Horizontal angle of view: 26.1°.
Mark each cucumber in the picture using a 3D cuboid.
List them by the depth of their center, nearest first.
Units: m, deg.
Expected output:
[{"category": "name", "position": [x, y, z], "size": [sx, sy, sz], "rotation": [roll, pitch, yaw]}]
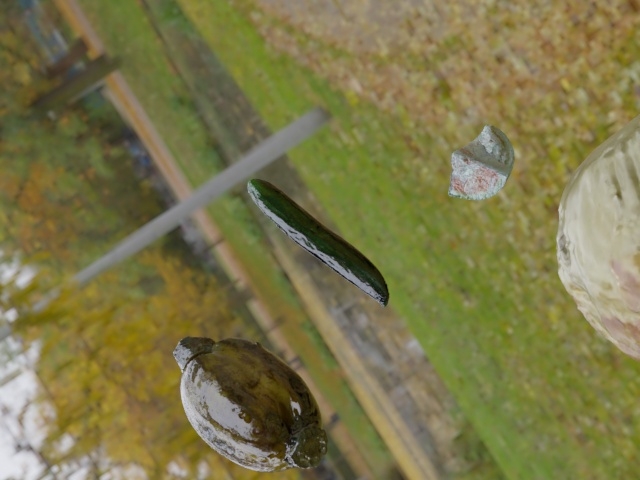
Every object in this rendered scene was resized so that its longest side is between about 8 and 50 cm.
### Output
[{"category": "cucumber", "position": [0.000, 0.000, 1.369], "size": [0.184, 0.033, 0.036], "rotation": [37, -177, -6]}]

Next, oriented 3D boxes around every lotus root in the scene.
[{"category": "lotus root", "position": [-0.080, 0.172, 1.459], "size": [0.209, 0.120, 0.120], "rotation": [36, 165, 29]}]

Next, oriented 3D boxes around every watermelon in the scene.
[{"category": "watermelon", "position": [0.159, -0.085, 1.405], "size": [0.061, 0.085, 0.085], "rotation": [23, -163, -35]}]

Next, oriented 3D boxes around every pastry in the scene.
[{"category": "pastry", "position": [0.476, 0.006, 1.623], "size": [0.388, 0.388, 0.313], "rotation": [71, -177, -69]}]
